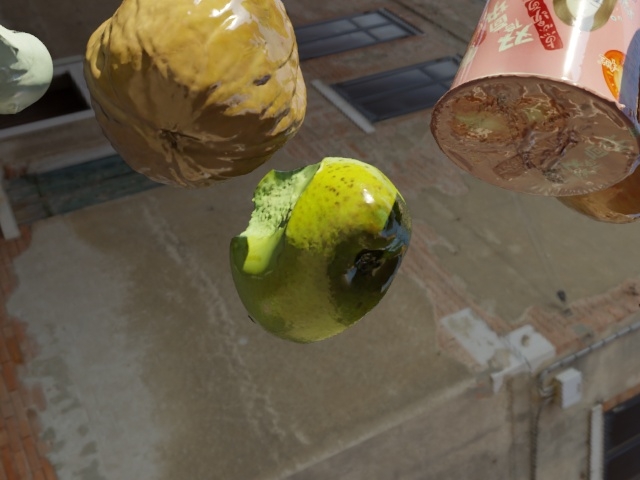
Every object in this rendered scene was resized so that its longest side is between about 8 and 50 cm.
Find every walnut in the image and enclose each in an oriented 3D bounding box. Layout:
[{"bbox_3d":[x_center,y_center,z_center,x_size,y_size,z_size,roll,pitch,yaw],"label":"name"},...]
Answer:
[{"bbox_3d":[-0.164,-0.228,0.978,0.333,0.333,0.332,48,-32,44],"label":"walnut"}]

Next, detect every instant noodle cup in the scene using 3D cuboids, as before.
[{"bbox_3d":[0.279,-0.211,0.865,0.243,0.243,0.231,-40,-151,66],"label":"instant noodle cup"}]

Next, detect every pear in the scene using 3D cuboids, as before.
[{"bbox_3d":[0.000,0.000,1.064,0.282,0.176,0.286,-9,-124,58],"label":"pear"}]

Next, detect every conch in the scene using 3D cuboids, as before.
[{"bbox_3d":[-0.405,-0.220,0.784,0.185,0.221,0.120,-6,-118,48],"label":"conch"}]

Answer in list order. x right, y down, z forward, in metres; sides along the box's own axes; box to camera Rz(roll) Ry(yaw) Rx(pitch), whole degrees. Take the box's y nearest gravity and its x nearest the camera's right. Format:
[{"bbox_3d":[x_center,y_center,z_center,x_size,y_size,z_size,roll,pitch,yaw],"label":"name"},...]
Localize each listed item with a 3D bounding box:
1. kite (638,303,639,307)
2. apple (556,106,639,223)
[{"bbox_3d":[0.734,0.191,1.443,0.229,0.127,0.016,51,24,-17],"label":"kite"},{"bbox_3d":[0.540,-0.216,1.237,0.391,0.392,0.346,4,-65,66],"label":"apple"}]
